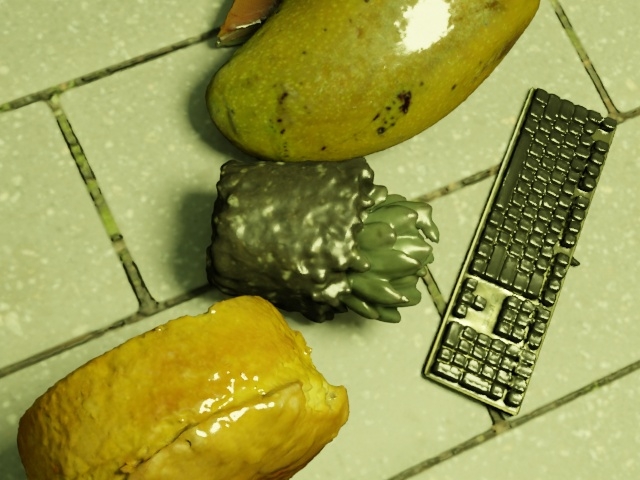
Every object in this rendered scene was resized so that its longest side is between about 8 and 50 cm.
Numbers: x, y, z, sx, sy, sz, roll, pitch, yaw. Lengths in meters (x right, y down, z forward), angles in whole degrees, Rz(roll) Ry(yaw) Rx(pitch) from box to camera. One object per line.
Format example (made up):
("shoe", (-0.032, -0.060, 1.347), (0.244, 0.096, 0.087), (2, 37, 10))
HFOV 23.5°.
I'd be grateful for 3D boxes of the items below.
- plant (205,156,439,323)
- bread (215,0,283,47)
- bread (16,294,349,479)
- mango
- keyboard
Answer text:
("plant", (0.000, 0.000, 1.330), (0.195, 0.132, 0.129), (10, 74, -4))
("bread", (-0.054, -0.217, 1.433), (0.062, 0.043, 0.109), (24, 68, -3))
("bread", (-0.113, 0.152, 1.193), (0.268, 0.268, 0.145), (-25, 75, -19))
("mango", (0.056, -0.183, 1.385), (0.176, 0.175, 0.329), (33, 67, 33))
("keyboard", (0.194, 0.004, 1.427), (0.106, 0.027, 0.317), (24, 68, -4))
